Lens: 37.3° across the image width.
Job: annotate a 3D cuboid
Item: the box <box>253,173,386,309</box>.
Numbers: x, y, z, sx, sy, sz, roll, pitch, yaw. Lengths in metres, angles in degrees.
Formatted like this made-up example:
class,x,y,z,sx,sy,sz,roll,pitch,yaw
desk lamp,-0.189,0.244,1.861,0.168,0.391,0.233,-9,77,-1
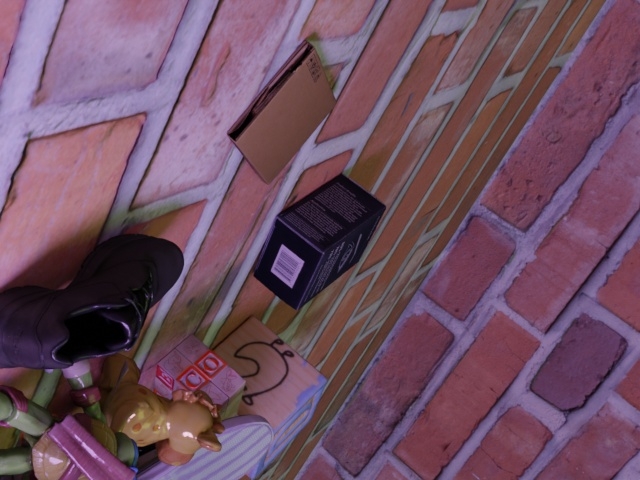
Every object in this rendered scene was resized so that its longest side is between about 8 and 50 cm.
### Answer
class,x,y,z,sx,sy,sz,roll,pitch,yaw
box,0.000,0.000,1.675,0.207,0.108,0.153,-36,158,-47

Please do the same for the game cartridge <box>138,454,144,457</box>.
class,x,y,z,sx,sy,sz,roll,pitch,yaw
game cartridge,-0.336,0.454,1.531,0.294,0.196,0.060,-24,120,-27

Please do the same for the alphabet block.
class,x,y,z,sx,sy,sz,roll,pitch,yaw
alphabet block,-0.131,0.303,1.823,0.192,0.197,0.193,-41,162,-36

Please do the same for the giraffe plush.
class,x,y,z,sx,sy,sz,roll,pitch,yaw
giraffe plush,-0.230,0.254,1.341,0.210,0.170,0.181,-48,-147,44

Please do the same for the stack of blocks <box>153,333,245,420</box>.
class,x,y,z,sx,sy,sz,roll,pitch,yaw
stack of blocks,-0.209,0.317,1.677,0.087,0.171,0.297,-41,161,-34

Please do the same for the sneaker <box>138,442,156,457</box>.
class,x,y,z,sx,sy,sz,roll,pitch,yaw
sneaker,-0.336,0.393,1.684,0.087,0.083,0.221,-120,-132,-62

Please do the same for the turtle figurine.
class,x,y,z,sx,sy,sz,roll,pitch,yaw
turtle figurine,-0.359,0.209,1.129,0.198,0.275,0.266,-34,151,23

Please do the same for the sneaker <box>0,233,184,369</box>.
class,x,y,z,sx,sy,sz,roll,pitch,yaw
sneaker,-0.238,0.077,1.074,0.286,0.130,0.109,-36,127,-50

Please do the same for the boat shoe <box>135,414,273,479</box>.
class,x,y,z,sx,sy,sz,roll,pitch,yaw
boat shoe,-0.222,0.353,1.512,0.302,0.094,0.109,-25,122,-17

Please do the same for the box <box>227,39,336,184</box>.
class,x,y,z,sx,sy,sz,roll,pitch,yaw
box,-0.048,-0.170,1.310,0.164,0.021,0.201,-51,165,-4
